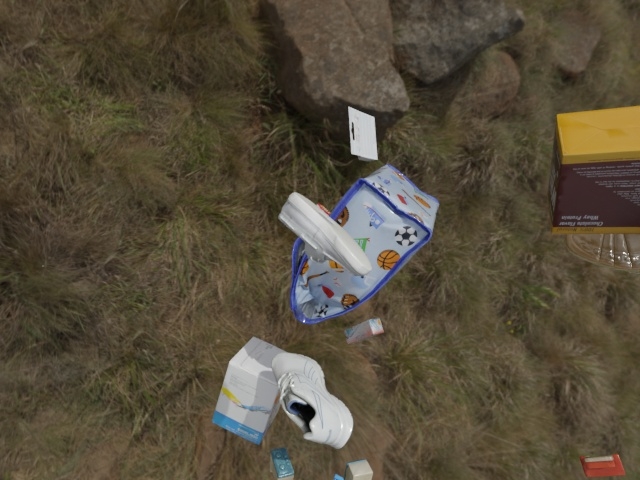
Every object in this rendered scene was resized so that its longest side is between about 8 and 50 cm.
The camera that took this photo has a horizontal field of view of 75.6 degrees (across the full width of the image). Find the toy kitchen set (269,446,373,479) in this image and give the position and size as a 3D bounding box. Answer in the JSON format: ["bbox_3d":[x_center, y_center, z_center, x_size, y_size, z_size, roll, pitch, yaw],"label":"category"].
[{"bbox_3d":[-0.006,0.571,1.027,0.207,0.166,0.122,1,111,-22],"label":"toy kitchen set"}]

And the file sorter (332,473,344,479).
[{"bbox_3d":[0.072,0.851,1.327,0.118,0.170,0.104,22,50,14],"label":"file sorter"}]

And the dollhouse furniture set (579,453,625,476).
[{"bbox_3d":[0.824,0.744,1.152,0.135,0.262,0.259,29,47,-50],"label":"dollhouse furniture set"}]

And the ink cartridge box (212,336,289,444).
[{"bbox_3d":[-0.202,0.460,1.287,0.171,0.168,0.232,-43,153,-68],"label":"ink cartridge box"}]

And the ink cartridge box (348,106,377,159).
[{"bbox_3d":[0.157,-0.430,1.690,0.232,0.066,0.188,-7,93,-52],"label":"ink cartridge box"}]

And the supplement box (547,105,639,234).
[{"bbox_3d":[0.532,-0.122,0.753,0.194,0.192,0.129,67,32,-42],"label":"supplement box"}]

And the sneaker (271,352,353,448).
[{"bbox_3d":[-0.045,0.361,0.988,0.129,0.297,0.111,27,94,-40],"label":"sneaker"}]

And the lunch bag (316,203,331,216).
[{"bbox_3d":[0.072,0.010,1.420,0.120,0.258,0.293,-45,80,6],"label":"lunch bag"}]

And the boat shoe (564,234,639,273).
[{"bbox_3d":[0.798,0.034,1.041,0.110,0.342,0.121,50,52,-68],"label":"boat shoe"}]

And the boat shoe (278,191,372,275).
[{"bbox_3d":[0.000,0.000,0.633,0.063,0.184,0.066,-52,158,14],"label":"boat shoe"}]

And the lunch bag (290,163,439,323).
[{"bbox_3d":[0.093,0.015,1.060,0.239,0.385,0.328,39,26,6],"label":"lunch bag"}]

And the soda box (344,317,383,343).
[{"bbox_3d":[0.175,0.371,1.685,0.058,0.183,0.062,-1,66,-35],"label":"soda box"}]
